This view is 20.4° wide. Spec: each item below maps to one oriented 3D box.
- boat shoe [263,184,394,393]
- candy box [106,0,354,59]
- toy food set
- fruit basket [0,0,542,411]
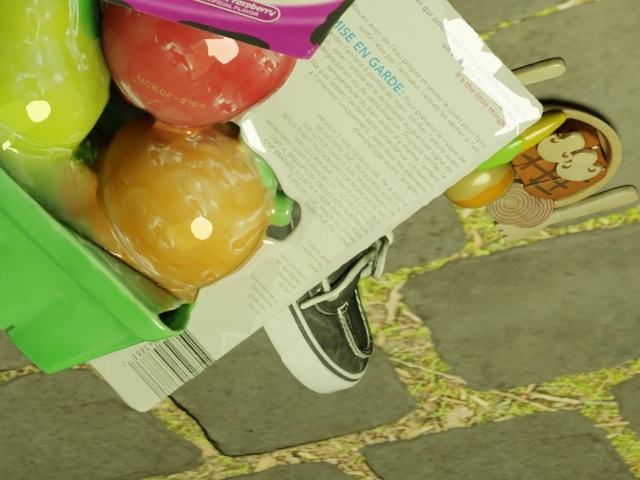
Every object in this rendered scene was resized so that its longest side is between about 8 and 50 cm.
[{"bbox_3d":[0.000,-0.003,1.290,0.105,0.113,0.306,-13,130,13],"label":"boat shoe"},{"bbox_3d":[-0.063,-0.215,0.863,0.159,0.233,0.071,14,142,-24],"label":"candy box"},{"bbox_3d":[0.154,-0.050,1.293,0.132,0.038,0.192,-18,143,21],"label":"toy food set"},{"bbox_3d":[-0.101,-0.095,1.083,0.353,0.165,0.327,-39,108,20],"label":"fruit basket"}]
